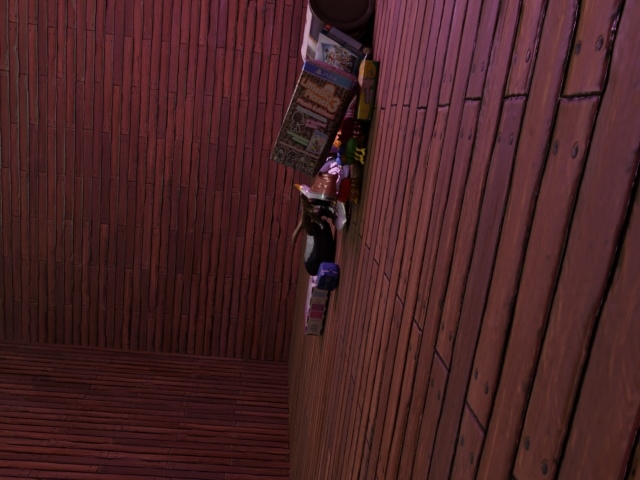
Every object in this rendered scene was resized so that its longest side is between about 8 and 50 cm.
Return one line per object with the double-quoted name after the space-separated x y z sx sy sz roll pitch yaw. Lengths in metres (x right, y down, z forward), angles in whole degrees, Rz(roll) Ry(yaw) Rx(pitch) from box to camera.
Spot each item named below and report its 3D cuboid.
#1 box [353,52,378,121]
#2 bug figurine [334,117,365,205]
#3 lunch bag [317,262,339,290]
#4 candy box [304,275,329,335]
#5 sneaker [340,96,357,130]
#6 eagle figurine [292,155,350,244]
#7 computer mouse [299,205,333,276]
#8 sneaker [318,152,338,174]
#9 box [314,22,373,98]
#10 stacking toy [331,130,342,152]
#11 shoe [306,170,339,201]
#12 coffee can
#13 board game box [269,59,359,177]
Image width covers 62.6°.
0.125 -0.419 1.448 0.105 0.043 0.179 -111 26 -81 "box"
0.080 -0.246 1.572 0.278 0.072 0.216 -90 8 -49 "bug figurine"
0.026 0.124 1.767 0.098 0.067 0.065 104 170 -49 "lunch bag"
-0.014 0.232 2.058 0.159 0.071 0.233 -93 9 -60 "candy box"
0.105 -0.398 1.696 0.118 0.067 0.042 -54 5 3 "sneaker"
0.017 -0.143 1.772 0.226 0.225 0.298 -28 5 38 "eagle figurine"
0.000 0.000 1.940 0.189 0.072 0.271 -2 -85 -53 "computer mouse"
0.035 -0.267 2.011 0.092 0.088 0.228 108 165 -57 "sneaker"
0.062 -0.546 1.625 0.044 0.159 0.233 -58 -1 -15 "box"
0.043 -0.364 1.814 0.302 0.166 0.175 -126 25 -66 "stacking toy"
0.009 -0.160 1.540 0.178 0.064 0.081 -156 75 -71 "shoe"
0.049 -0.683 1.692 0.275 0.202 0.201 114 161 -75 "coffee can"
-0.011 -0.361 1.535 0.232 0.141 0.290 -65 -1 -70 "board game box"
